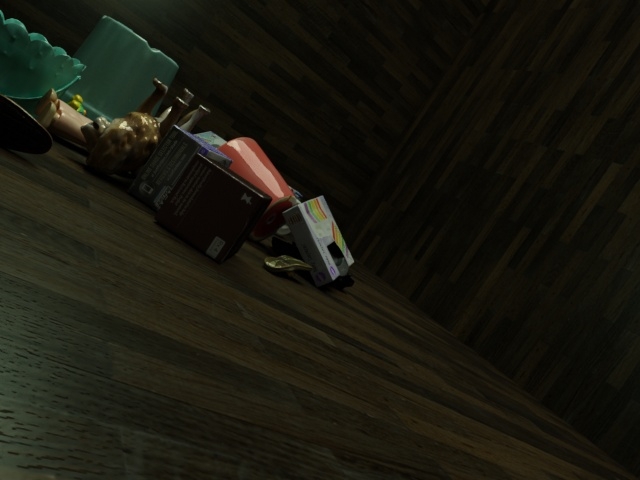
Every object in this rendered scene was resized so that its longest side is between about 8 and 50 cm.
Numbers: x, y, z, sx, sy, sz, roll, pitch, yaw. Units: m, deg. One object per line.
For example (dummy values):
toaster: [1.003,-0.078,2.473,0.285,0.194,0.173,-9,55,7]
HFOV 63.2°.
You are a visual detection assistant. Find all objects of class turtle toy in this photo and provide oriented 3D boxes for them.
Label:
turtle toy: [-0.671,-0.329,1.388,0.066,0.095,0.130,59,5,-35]

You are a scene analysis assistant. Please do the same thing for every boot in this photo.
boot: [-0.565,-0.224,0.895,0.219,0.082,0.106,30,7,-23]

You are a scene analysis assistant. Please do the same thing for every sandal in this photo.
sandal: [-0.092,0.075,1.393,0.072,0.049,0.180,29,16,29]

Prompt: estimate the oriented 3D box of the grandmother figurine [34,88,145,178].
grandmother figurine: [-0.541,-0.244,1.320,0.342,0.104,0.207,34,31,-44]

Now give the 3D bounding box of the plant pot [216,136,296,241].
plant pot: [-0.225,-0.145,1.639,0.243,0.275,0.275,46,7,17]

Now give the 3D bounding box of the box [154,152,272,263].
box: [-0.225,-0.072,1.147,0.167,0.168,0.203,34,3,-2]

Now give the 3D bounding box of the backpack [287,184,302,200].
backpack: [-0.210,-0.173,2.504,0.277,0.213,0.263,32,-8,29]

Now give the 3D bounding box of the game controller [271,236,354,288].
game controller: [-0.026,0.074,1.791,0.319,0.067,0.166,32,4,-35]

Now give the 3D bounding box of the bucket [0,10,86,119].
bucket: [-0.751,-0.435,1.272,0.281,0.183,0.281,33,4,-2]

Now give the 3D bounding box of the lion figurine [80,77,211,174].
lion figurine: [-0.404,-0.262,1.281,0.142,0.240,0.392,40,11,4]

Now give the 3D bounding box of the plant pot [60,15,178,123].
plant pot: [-0.631,-0.470,1.595,0.341,0.334,0.341,34,4,-3]

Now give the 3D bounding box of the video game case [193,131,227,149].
video game case: [-0.449,-0.302,1.890,0.329,0.036,0.300,-22,46,-41]

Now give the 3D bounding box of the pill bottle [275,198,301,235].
pill bottle: [-0.240,-0.168,2.257,0.319,0.176,0.176,36,4,33]

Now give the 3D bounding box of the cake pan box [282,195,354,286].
cake pan box: [0.000,0.000,1.651,0.266,0.070,0.246,65,24,-1]

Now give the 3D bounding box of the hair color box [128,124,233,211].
hair color box: [-0.336,-0.167,1.311,0.110,0.185,0.339,36,4,-2]
